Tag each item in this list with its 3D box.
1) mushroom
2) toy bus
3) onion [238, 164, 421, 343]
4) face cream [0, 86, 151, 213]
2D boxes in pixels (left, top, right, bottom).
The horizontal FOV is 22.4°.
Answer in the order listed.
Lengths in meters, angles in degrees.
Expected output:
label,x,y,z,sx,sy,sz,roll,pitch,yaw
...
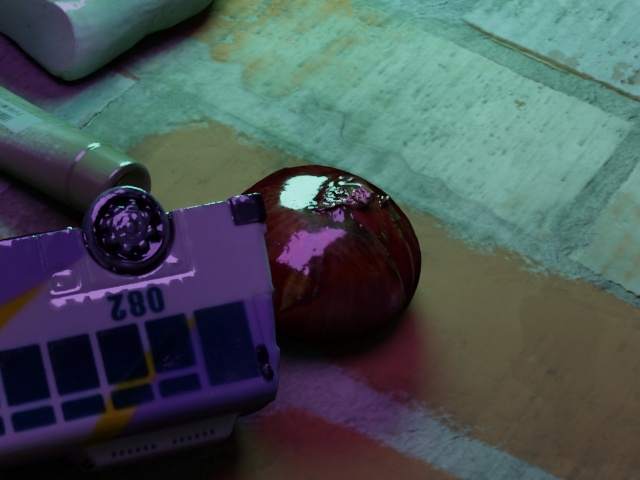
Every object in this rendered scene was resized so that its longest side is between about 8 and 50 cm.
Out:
label,x,y,z,sx,sy,sz,roll,pitch,yaw
mushroom,-0.230,-0.353,2.148,0.397,0.126,0.177,-31,46,-30
toy bus,-0.257,0.103,1.542,0.439,0.209,0.249,-11,81,-20
onion,-0.005,0.007,1.776,0.248,0.161,0.248,-4,24,2
face cream,-0.346,-0.117,1.912,0.341,0.084,0.137,27,43,31
